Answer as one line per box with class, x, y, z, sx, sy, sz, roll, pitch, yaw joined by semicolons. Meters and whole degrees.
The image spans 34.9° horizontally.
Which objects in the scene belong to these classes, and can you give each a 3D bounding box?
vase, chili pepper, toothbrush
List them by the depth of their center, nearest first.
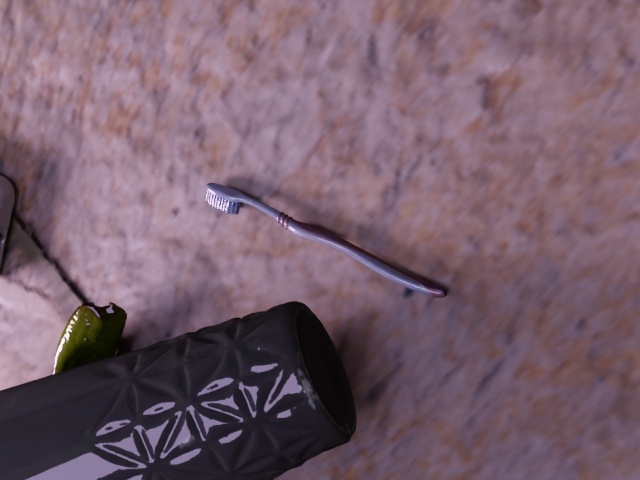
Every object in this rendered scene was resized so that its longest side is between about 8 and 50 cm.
toothbrush;0.000;0.000;0.703;0.193;0.013;0.019;23;118;21
vase;-0.124;0.151;0.716;0.301;0.156;0.251;-24;131;14
chili pepper;-0.190;0.131;0.816;0.052;0.050;0.201;2;113;-19

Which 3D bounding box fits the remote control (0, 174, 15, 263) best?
remote control;-0.368;-0.053;0.871;0.250;0.034;0.103;28;114;19
